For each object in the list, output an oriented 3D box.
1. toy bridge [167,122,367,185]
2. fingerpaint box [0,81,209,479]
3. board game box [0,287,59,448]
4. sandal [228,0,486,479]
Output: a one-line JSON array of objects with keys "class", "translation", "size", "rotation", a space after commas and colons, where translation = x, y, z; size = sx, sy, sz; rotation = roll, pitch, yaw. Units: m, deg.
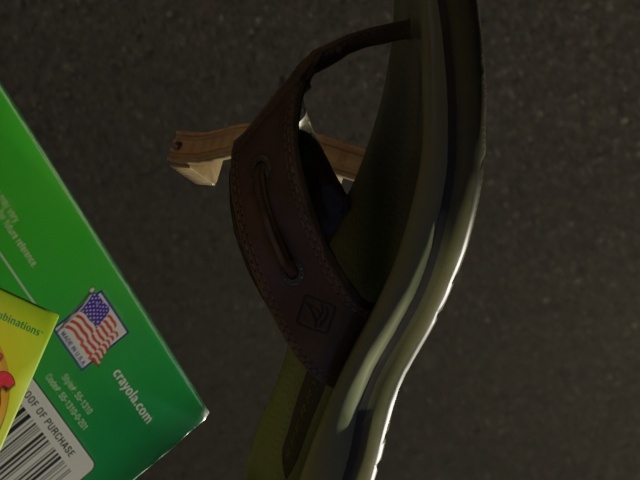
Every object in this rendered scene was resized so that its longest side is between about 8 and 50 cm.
[{"class": "toy bridge", "translation": [-0.009, -0.042, 0.799], "size": [0.188, 0.026, 0.063], "rotation": [10, 165, 33]}, {"class": "fingerpaint box", "translation": [-0.298, -0.071, 0.829], "size": [0.163, 0.371, 0.445], "rotation": [-40, 127, -17]}, {"class": "board game box", "translation": [-0.191, 0.095, 0.610], "size": [0.092, 0.043, 0.181], "rotation": [32, 77, -44]}, {"class": "sandal", "translation": [0.000, 0.002, 0.580], "size": [0.086, 0.120, 0.303], "rotation": [12, 115, -10]}]
